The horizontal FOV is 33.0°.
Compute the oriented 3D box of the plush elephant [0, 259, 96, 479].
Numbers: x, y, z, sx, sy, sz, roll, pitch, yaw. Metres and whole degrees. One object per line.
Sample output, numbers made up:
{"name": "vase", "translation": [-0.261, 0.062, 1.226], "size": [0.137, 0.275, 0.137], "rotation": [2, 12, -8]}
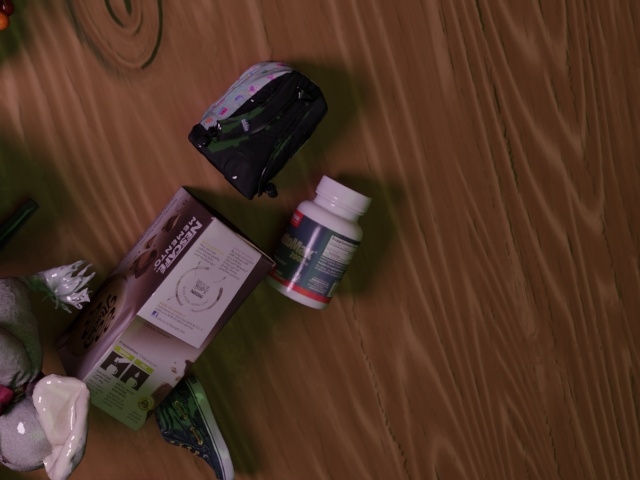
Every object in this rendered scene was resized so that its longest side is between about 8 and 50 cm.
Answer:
{"name": "plush elephant", "translation": [-0.411, 0.186, 1.333], "size": [0.330, 0.272, 0.256], "rotation": [-15, 88, -24]}

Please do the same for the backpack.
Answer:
{"name": "backpack", "translation": [-0.083, -0.166, 1.501], "size": [0.182, 0.115, 0.152], "rotation": [-47, 130, -4]}

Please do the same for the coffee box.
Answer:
{"name": "coffee box", "translation": [-0.220, 0.089, 1.498], "size": [0.119, 0.168, 0.297], "rotation": [39, 90, -29]}

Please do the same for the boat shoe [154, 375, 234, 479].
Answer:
{"name": "boat shoe", "translation": [-0.195, 0.299, 1.642], "size": [0.083, 0.065, 0.183], "rotation": [-24, 108, -13]}

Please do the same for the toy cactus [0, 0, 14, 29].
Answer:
{"name": "toy cactus", "translation": [-0.369, -0.352, 1.302], "size": [0.180, 0.112, 0.219], "rotation": [-43, 164, -40]}

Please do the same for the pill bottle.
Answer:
{"name": "pill bottle", "translation": [0.000, 0.000, 1.596], "size": [0.108, 0.108, 0.180], "rotation": [24, 96, -28]}

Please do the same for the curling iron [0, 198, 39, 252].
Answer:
{"name": "curling iron", "translation": [-0.467, 0.054, 1.455], "size": [0.068, 0.035, 0.274], "rotation": [35, 93, -25]}
